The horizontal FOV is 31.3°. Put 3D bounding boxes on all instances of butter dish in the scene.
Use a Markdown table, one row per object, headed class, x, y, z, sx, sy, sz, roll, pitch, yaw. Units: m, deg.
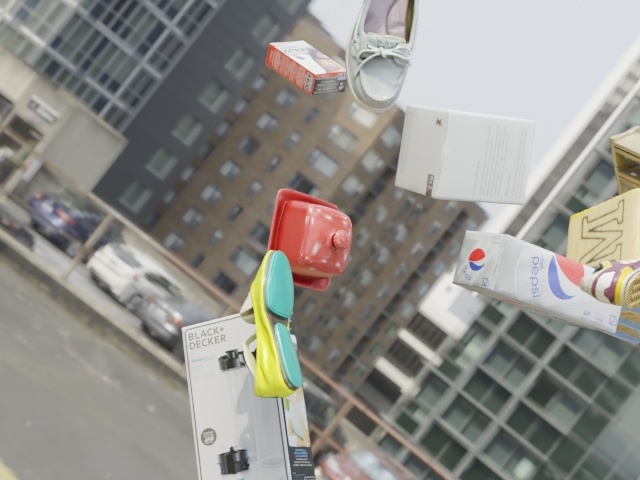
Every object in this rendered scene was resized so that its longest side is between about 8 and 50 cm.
| class | x | y | z | sx | sy | sz | roll | pitch | yaw |
| --- | --- | --- | --- | --- | --- | --- | --- | --- | --- |
| butter dish | 0.000 | 0.000 | 1.969 | 0.118 | 0.160 | 0.159 | 0 | -13 | 45 |

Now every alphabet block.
| class | x | y | z | sx | sy | sz | roll | pitch | yaw |
| --- | --- | --- | --- | --- | --- | --- | --- | --- | --- |
| alphabet block | 0.559 | 0.050 | 2.017 | 0.192 | 0.197 | 0.193 | 21 | -25 | -25 |

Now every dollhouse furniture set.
| class | x | y | z | sx | sy | sz | roll | pitch | yaw |
| --- | --- | --- | --- | --- | --- | --- | --- | --- | --- |
| dollhouse furniture set | 0.670 | -0.154 | 2.164 | 0.129 | 0.183 | 0.129 | 42 | -28 | 59 |

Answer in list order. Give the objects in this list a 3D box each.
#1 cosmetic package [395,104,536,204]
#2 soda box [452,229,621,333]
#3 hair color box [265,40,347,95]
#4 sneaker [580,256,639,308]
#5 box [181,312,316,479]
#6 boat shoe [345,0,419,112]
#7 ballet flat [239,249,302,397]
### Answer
| class | x | y | z | sx | sy | sz | roll | pitch | yaw |
| --- | --- | --- | --- | --- | --- | --- | --- | --- | --- |
| cosmetic package | 0.251 | -0.150 | 1.993 | 0.183 | 0.151 | 0.151 | 4 | 8 | -25 |
| soda box | 0.350 | 0.067 | 1.798 | 0.286 | 0.091 | 0.098 | 19 | -6 | -33 |
| hair color box | -0.028 | -0.362 | 2.388 | 0.093 | 0.053 | 0.167 | -12 | 38 | -37 |
| sneaker | 0.442 | 0.050 | 1.655 | 0.083 | 0.070 | 0.185 | 15 | 13 | 32 |
| box | -0.114 | 0.263 | 1.791 | 0.087 | 0.169 | 0.290 | 22 | 58 | -61 |
| boat shoe | 0.119 | -0.388 | 2.024 | 0.118 | 0.321 | 0.103 | 14 | -7 | -4 |
| ballet flat | -0.079 | 0.123 | 1.662 | 0.077 | 0.077 | 0.231 | 36 | 39 | -51 |
